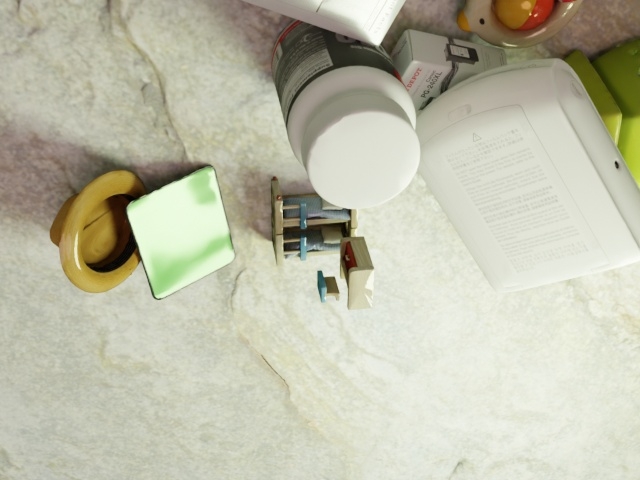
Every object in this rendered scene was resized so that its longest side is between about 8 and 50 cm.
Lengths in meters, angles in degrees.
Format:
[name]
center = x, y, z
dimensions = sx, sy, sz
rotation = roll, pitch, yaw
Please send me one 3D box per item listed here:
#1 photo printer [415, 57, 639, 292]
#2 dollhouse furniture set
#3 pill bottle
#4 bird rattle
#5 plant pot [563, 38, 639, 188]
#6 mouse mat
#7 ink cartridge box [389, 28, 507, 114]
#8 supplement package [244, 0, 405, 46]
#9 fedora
[photo printer]
center = 0.276, -0.088, 1.176
dimensions = 0.256, 0.107, 0.307
rotation = -20, 113, 42
[dollhouse furniture set]
center = 0.000, 0.000, 1.298
dimensions = 0.130, 0.183, 0.128
rotation = -5, 127, -7
[pill bottle]
center = 0.031, -0.174, 1.113
dimensions = 0.161, 0.283, 0.161
rotation = -6, 127, -7
[bird rattle]
center = 0.291, -0.353, 1.165
dimensions = 0.254, 0.143, 0.207
rotation = 1, 139, -28
[plant pot]
center = 0.457, -0.153, 1.258
dimensions = 0.207, 0.228, 0.227
rotation = -4, 129, -1
[mouse mat]
center = -0.209, -0.010, 1.320
dimensions = 0.153, 0.007, 0.189
rotation = -28, 130, -24
[ink cartridge box]
center = 0.171, -0.227, 1.219
dimensions = 0.151, 0.063, 0.109
rotation = 7, 148, -17
[supplement package]
center = -0.016, -0.349, 1.033
dimensions = 0.244, 0.133, 0.139
rotation = 10, 127, -36
[fedora]
center = -0.326, -0.018, 1.256
dimensions = 0.079, 0.194, 0.194
rotation = 13, 132, 25
